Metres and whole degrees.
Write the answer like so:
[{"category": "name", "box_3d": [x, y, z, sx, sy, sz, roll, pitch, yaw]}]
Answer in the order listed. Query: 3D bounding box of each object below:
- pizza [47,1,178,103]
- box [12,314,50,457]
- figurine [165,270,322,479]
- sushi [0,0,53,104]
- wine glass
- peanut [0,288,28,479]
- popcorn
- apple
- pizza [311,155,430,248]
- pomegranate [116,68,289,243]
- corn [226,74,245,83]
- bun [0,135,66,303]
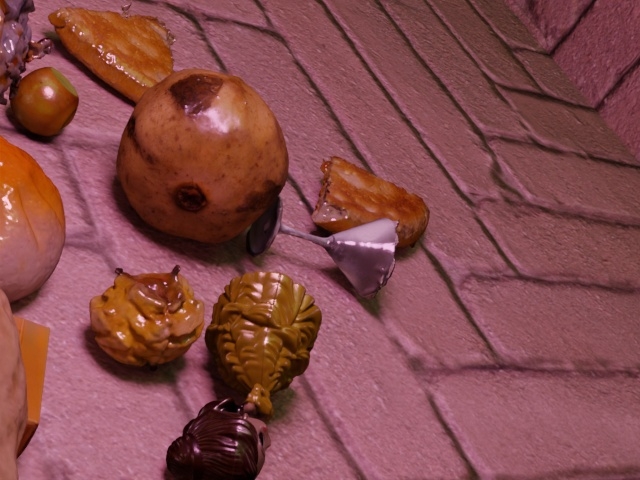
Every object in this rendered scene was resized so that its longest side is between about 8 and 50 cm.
[{"category": "pizza", "box_3d": [-0.340, -0.346, 2.338, 0.280, 0.075, 0.288, 42, 28, 1]}, {"category": "box", "box_3d": [-0.470, 0.140, 1.503, 0.274, 0.076, 0.174, 23, 34, -23]}, {"category": "figurine", "box_3d": [-0.098, 0.217, 1.718, 0.168, 0.187, 0.315, 32, 38, -18]}, {"category": "sushi", "box_3d": [-0.564, -0.252, 1.703, 0.417, 0.176, 0.417, -10, 17, 3]}, {"category": "wine glass", "box_3d": [0.000, 0.000, 2.138, 0.232, 0.156, 0.156, 18, 35, -25]}, {"category": "peanut", "box_3d": [-0.396, 0.210, 1.326, 0.192, 0.169, 0.387, 67, 16, -68]}, {"category": "popcorn", "box_3d": [-0.239, 0.105, 1.745, 0.148, 0.152, 0.167, 19, 22, 27]}, {"category": "apple", "box_3d": [-0.443, -0.220, 2.021, 0.102, 0.099, 0.114, 48, 5, 2]}, {"category": "pizza", "box_3d": [0.078, -0.067, 2.368, 0.335, 0.086, 0.226, -4, 44, -51]}, {"category": "pomegranate", "box_3d": [-0.183, -0.136, 1.999, 0.281, 0.281, 0.281, 27, 31, -18]}, {"category": "corn", "box_3d": [-0.197, -0.235, 2.299, 0.102, 0.102, 0.313, 38, 28, 1]}, {"category": "bun", "box_3d": [-0.477, -0.058, 1.687, 0.299, 0.165, 0.299, 26, 30, -16]}]
